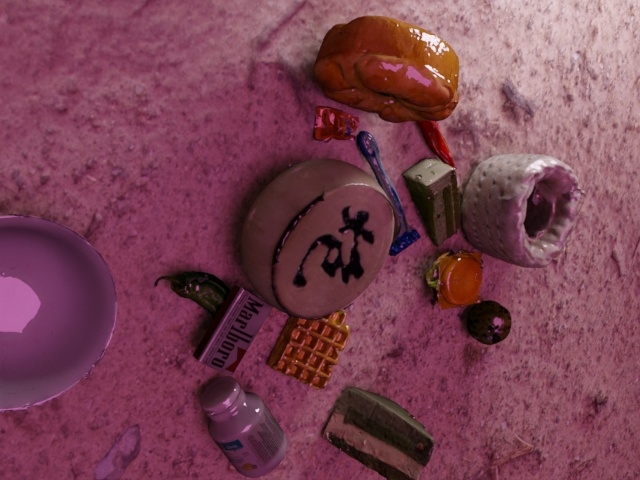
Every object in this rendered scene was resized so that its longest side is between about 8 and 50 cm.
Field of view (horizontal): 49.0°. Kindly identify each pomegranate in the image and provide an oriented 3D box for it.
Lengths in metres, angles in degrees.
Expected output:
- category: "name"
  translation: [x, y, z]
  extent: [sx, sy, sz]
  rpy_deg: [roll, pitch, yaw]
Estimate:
- category: "pomegranate"
  translation: [0.463, 0.218, 1.917]
  extent: [0.161, 0.122, 0.122]
  rpy_deg: [-28, 122, -65]

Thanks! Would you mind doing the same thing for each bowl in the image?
- category: "bowl"
  translation: [-0.548, 0.111, 1.233]
  extent: [0.345, 0.157, 0.346]
  rpy_deg: [-8, 105, -30]

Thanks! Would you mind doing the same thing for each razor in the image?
- category: "razor"
  translation: [0.163, -0.114, 1.676]
  extent: [0.093, 0.056, 0.324]
  rpy_deg: [-33, 116, -19]

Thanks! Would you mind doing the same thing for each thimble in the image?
- category: "thimble"
  translation: [0.523, -0.088, 1.820]
  extent: [0.291, 0.195, 0.292]
  rpy_deg: [-11, 109, -34]

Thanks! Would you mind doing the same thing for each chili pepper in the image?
- category: "chili pepper"
  translation: [-0.249, 0.129, 1.467]
  extent: [0.122, 0.065, 0.279]
  rpy_deg: [-58, 137, -28]
- category: "chili pepper"
  translation: [0.268, -0.274, 1.708]
  extent: [0.050, 0.059, 0.268]
  rpy_deg: [-22, 122, 16]

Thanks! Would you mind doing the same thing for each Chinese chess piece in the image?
- category: "Chinese chess piece"
  translation: [0.000, 0.000, 1.499]
  extent: [0.349, 0.146, 0.350]
  rpy_deg: [-22, 131, -28]

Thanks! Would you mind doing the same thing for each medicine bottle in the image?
- category: "medicine bottle"
  translation: [-0.174, 0.406, 1.547]
  extent: [0.135, 0.135, 0.215]
  rpy_deg: [-39, 119, -18]

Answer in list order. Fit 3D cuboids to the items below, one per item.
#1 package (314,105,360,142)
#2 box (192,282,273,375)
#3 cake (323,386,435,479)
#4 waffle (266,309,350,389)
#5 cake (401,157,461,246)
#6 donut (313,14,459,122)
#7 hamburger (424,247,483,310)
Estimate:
- category: "package"
  translation: [0.038, -0.256, 1.577]
  extent: [0.110, 0.033, 0.077]
  rpy_deg: [7, 108, -28]
- category: "box"
  translation: [-0.183, 0.191, 1.491]
  extent: [0.115, 0.035, 0.178]
  rpy_deg: [36, 82, -49]
- category: "cake"
  translation: [0.132, 0.468, 1.676]
  extent: [0.172, 0.283, 0.158]
  rpy_deg: [25, 88, -17]
- category: "waffle"
  translation: [-0.011, 0.231, 1.652]
  extent: [0.160, 0.055, 0.211]
  rpy_deg: [32, 84, -32]
- category: "cake"
  translation: [0.302, -0.085, 1.742]
  extent: [0.100, 0.099, 0.235]
  rpy_deg: [-36, 119, -17]
- category: "donut"
  translation: [0.142, -0.351, 1.478]
  extent: [0.317, 0.299, 0.150]
  rpy_deg: [21, 78, -65]
- category: "hamburger"
  translation: [0.342, 0.097, 1.812]
  extent: [0.189, 0.093, 0.164]
  rpy_deg: [6, 97, -34]
